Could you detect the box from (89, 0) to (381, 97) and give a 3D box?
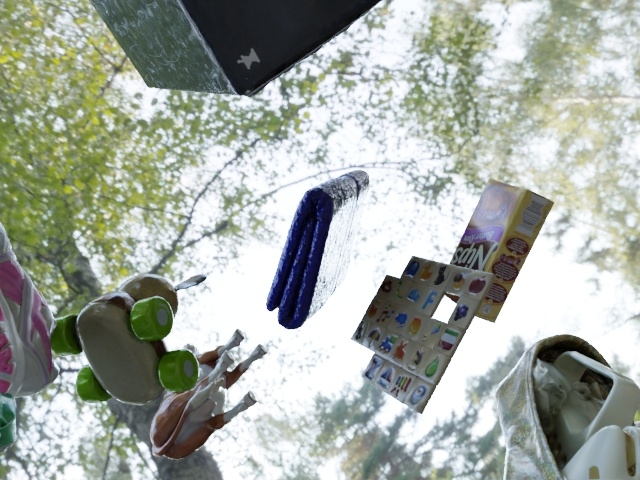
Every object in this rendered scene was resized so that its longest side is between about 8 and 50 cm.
[{"bbox_3d":[-0.214,-0.490,0.970,0.297,0.472,0.479,-39,-62,-13],"label":"box"}]

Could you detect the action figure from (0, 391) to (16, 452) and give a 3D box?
[{"bbox_3d":[-0.293,0.129,0.520,0.137,0.232,0.063,35,-108,-31],"label":"action figure"}]

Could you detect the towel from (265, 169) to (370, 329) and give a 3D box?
[{"bbox_3d":[0.000,0.000,1.090,0.308,0.076,0.227,-37,-38,-72],"label":"towel"}]

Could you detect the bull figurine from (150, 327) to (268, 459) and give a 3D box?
[{"bbox_3d":[-0.188,0.236,1.078,0.188,0.310,0.101,-39,-75,9],"label":"bull figurine"}]

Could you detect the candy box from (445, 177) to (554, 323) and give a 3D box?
[{"bbox_3d":[0.244,0.011,0.940,0.053,0.109,0.186,20,-82,-18],"label":"candy box"}]

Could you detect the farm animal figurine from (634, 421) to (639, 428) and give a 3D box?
[{"bbox_3d":[0.494,0.304,0.859,0.327,0.172,0.330,19,-55,-24],"label":"farm animal figurine"}]

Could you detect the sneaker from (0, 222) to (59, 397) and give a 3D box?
[{"bbox_3d":[-0.377,0.080,0.770,0.103,0.252,0.111,-26,-24,8],"label":"sneaker"}]

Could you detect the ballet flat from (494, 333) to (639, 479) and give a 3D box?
[{"bbox_3d":[0.188,0.155,0.448,0.348,0.123,0.123,-56,-17,-74],"label":"ballet flat"}]

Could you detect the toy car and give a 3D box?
[{"bbox_3d":[-0.225,0.105,0.869,0.188,0.155,0.148,-63,-44,-59],"label":"toy car"}]

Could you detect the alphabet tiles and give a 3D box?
[{"bbox_3d":[0.124,0.116,0.927,0.009,0.237,0.198,33,-98,-23],"label":"alphabet tiles"}]
